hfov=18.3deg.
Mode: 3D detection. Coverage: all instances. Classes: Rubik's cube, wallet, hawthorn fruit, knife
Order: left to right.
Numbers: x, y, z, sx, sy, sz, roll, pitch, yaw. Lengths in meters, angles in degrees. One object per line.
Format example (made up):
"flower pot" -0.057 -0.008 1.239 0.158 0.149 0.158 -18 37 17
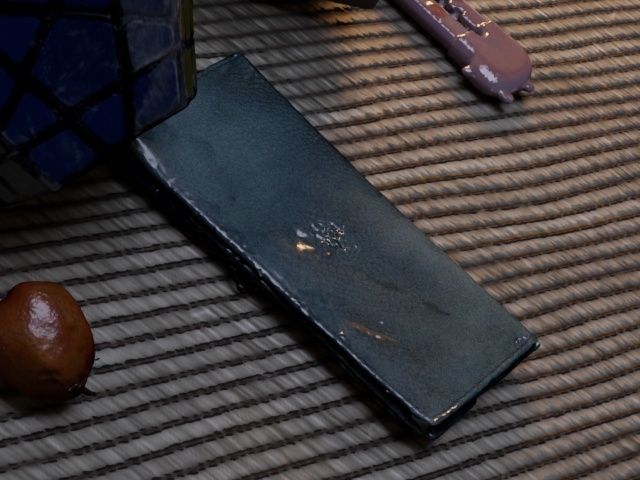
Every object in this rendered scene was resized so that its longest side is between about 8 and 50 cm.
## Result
"Rubik's cube" -0.233 -0.178 1.512 0.319 0.319 0.264 3 21 -31
"hawthorn fruit" -0.198 0.077 1.427 0.093 0.081 0.081 46 41 12
"wallet" 0.000 0.000 1.660 0.379 0.046 0.191 44 42 11
"knife" 0.072 -0.284 2.000 0.398 0.038 0.132 46 45 14

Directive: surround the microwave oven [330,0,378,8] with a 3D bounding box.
"microwave oven" -0.097 -0.436 1.779 0.432 0.374 0.236 10 52 -20
